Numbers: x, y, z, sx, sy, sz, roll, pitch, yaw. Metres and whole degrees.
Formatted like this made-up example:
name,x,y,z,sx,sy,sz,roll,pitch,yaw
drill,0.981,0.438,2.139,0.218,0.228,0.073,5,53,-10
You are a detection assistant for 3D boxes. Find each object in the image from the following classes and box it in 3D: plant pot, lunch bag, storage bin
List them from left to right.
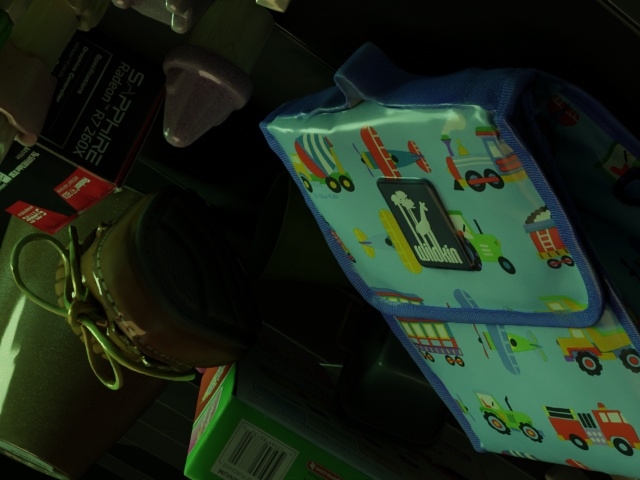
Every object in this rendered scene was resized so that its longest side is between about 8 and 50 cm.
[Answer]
name,x,y,z,sx,sy,sz,roll,pitch,yaw
plant pot,-0.209,0.085,1.527,0.215,0.230,0.215,23,164,7
plant pot,0.000,0.000,1.235,0.079,0.083,0.083,17,167,-15
storage bin,0.066,0.064,1.236,0.098,0.135,0.091,22,153,-2
lunch bag,0.112,-0.005,0.996,0.293,0.138,0.221,48,157,-25

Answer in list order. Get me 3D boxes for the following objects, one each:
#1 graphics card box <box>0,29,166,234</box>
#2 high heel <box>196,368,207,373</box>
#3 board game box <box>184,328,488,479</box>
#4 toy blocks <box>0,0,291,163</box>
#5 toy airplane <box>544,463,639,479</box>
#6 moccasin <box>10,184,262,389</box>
name,x,y,z,sx,sy,sz,roll,pitch,yaw
graphics card box,-0.305,-0.141,1.204,0.371,0.094,0.233,29,164,-14
high heel,-0.187,0.123,1.818,0.244,0.117,0.082,24,164,5
board game box,0.023,0.168,1.301,0.242,0.064,0.316,31,-175,-5
toy blocks,-0.190,-0.089,0.888,0.309,0.260,0.288,22,163,12
toy airplane,0.308,0.244,1.279,0.386,0.272,0.384,33,-157,-53
moccasin,-0.131,0.035,1.257,0.380,0.147,0.139,-136,21,-82
